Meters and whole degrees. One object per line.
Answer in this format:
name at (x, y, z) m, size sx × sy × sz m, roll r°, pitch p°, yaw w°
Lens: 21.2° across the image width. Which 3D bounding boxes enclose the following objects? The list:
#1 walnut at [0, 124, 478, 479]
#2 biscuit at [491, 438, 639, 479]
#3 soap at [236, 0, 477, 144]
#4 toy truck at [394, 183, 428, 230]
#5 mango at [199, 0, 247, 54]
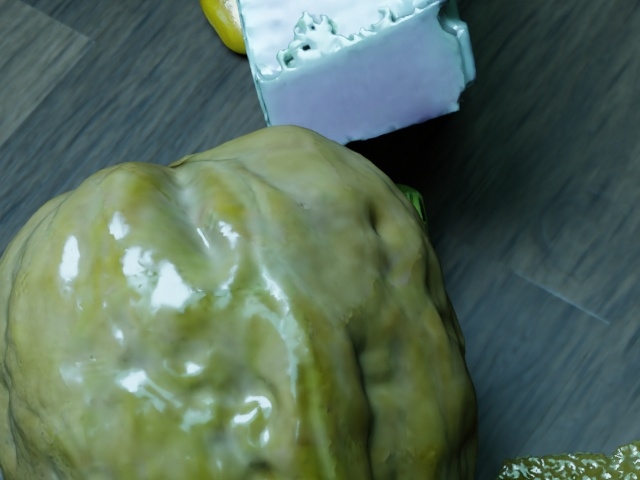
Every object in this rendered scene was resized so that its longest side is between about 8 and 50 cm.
walnut at (-0.052, 0.110, 1.090) m, size 0.306 × 0.306 × 0.344 m, roll -16°, pitch 93°, yaw -1°
biscuit at (0.236, 0.191, 1.157) m, size 0.237 × 0.026 × 0.131 m, roll 27°, pitch 65°, yaw 22°
soap at (0.015, -0.251, 1.293) m, size 0.156 × 0.261 × 0.446 m, roll -12°, pitch 34°, yaw 5°
toy truck at (0.000, 0.000, 1.277) m, size 0.169 × 0.077 × 0.100 m, roll -4°, pitch 46°, yaw 9°
mango at (-0.068, -0.193, 1.417) m, size 0.060 × 0.046 × 0.089 m, roll -14°, pitch 71°, yaw 2°
